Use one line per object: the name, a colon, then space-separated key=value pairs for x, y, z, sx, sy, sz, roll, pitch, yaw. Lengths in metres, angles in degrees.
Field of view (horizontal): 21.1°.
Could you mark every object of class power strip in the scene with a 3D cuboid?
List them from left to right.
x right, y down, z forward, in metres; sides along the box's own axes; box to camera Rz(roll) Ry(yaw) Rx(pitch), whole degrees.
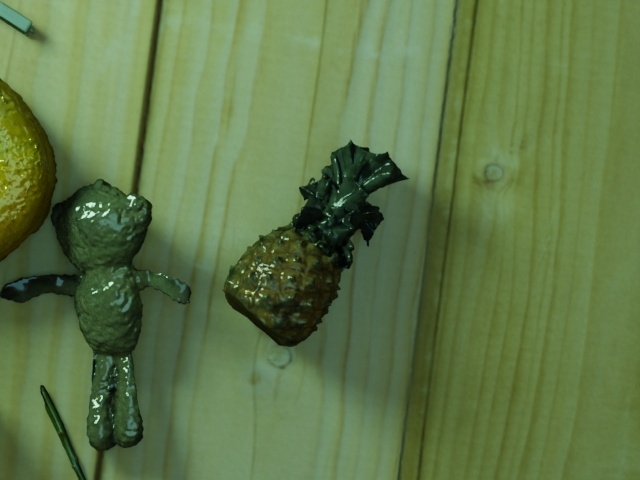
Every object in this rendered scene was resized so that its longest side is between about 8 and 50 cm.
power strip: x=-0.357 y=-0.257 z=1.937 sx=0.083 sy=0.027 sz=0.017 roll=32 pitch=84 yaw=-13

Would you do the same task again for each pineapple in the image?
pineapple: x=-0.001 y=-0.001 z=1.974 sx=0.128 sy=0.128 sz=0.248 roll=40 pitch=80 yaw=-10

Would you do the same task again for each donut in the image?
donut: x=-0.413 y=-0.081 z=1.887 sx=0.253 sy=0.118 sz=0.253 roll=-2 pitch=97 yaw=-15

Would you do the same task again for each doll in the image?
doll: x=-0.231 y=0.081 z=1.942 sx=0.203 sy=0.091 sz=0.286 roll=-29 pitch=85 yaw=23

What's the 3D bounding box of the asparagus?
asparagus: x=-0.288 y=0.241 z=1.968 sx=0.016 sy=0.013 sz=0.166 roll=-31 pitch=101 yaw=-52
